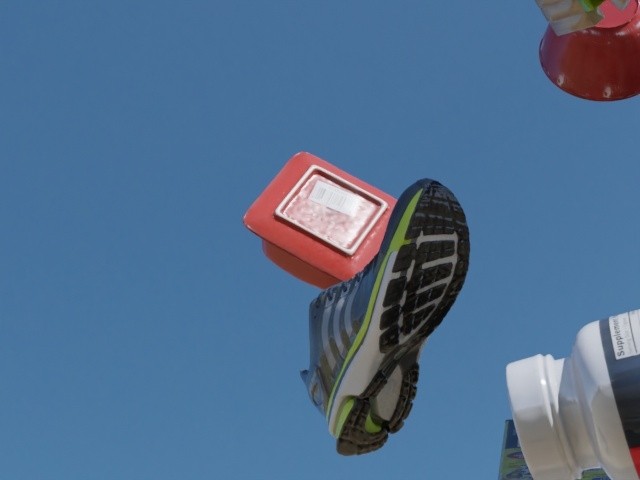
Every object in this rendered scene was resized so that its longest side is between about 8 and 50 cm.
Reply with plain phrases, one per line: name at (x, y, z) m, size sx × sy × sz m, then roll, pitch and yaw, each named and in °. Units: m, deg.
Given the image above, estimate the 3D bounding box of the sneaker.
sneaker at (0.048, 0.065, 1.365) m, size 0.111 × 0.121 × 0.300 m, roll -5°, pitch -54°, yaw -43°

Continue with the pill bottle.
pill bottle at (0.213, 0.094, 0.862) m, size 0.180 × 0.108 × 0.108 m, roll -16°, pitch -35°, yaw 14°

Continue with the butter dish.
butter dish at (0.000, 0.000, 1.636) m, size 0.160 × 0.160 × 0.118 m, roll 28°, pitch -42°, yaw 10°

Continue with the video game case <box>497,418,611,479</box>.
video game case at (0.306, 0.213, 1.305) m, size 0.275 × 0.035 × 0.248 m, roll -4°, pitch 8°, yaw 10°

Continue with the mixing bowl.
mixing bowl at (0.388, -0.288, 1.894) m, size 0.181 × 0.181 × 0.098 m, roll -12°, pitch -34°, yaw 2°

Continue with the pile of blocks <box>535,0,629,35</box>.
pile of blocks at (0.344, -0.368, 1.595) m, size 0.112 × 0.149 × 0.362 m, roll -39°, pitch -12°, yaw -18°
